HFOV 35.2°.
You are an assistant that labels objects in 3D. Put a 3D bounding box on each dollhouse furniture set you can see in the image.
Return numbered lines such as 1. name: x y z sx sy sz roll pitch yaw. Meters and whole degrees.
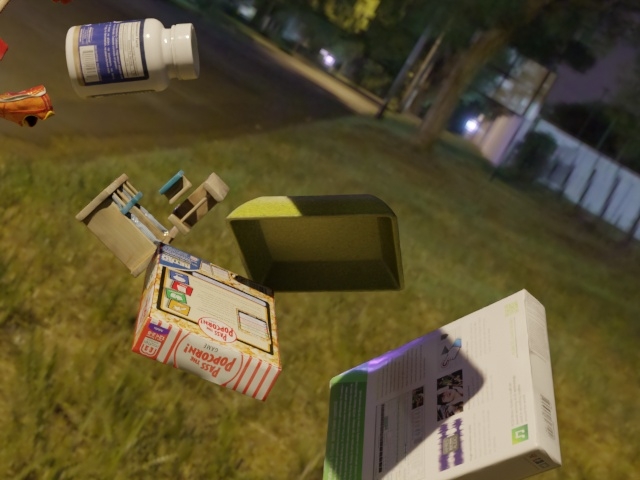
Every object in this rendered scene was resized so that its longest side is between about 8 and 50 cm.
1. dollhouse furniture set: -0.249 -0.063 1.541 0.129 0.184 0.129 47 12 -10

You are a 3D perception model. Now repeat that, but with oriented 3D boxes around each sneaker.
1. sneaker: -0.533 -0.226 1.756 0.175 0.067 0.064 3 27 42

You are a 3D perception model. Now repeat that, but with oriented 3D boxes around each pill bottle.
1. pill bottle: -0.284 -0.281 1.545 0.187 0.112 0.112 -5 7 1

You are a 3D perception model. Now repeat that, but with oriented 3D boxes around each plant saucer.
1. plant saucer: 0.000 0.000 1.169 0.188 0.045 0.188 -1 -29 7

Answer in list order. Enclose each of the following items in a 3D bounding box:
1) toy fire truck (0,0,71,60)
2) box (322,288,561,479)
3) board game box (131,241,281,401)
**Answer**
1. toy fire truck: -0.260 -0.243 0.929 0.047 0.135 0.192 48 38 -34
2. box: 0.139 0.220 1.252 0.058 0.322 0.232 42 36 -31
3. board game box: -0.120 0.082 1.083 0.147 0.045 0.193 24 18 -13
